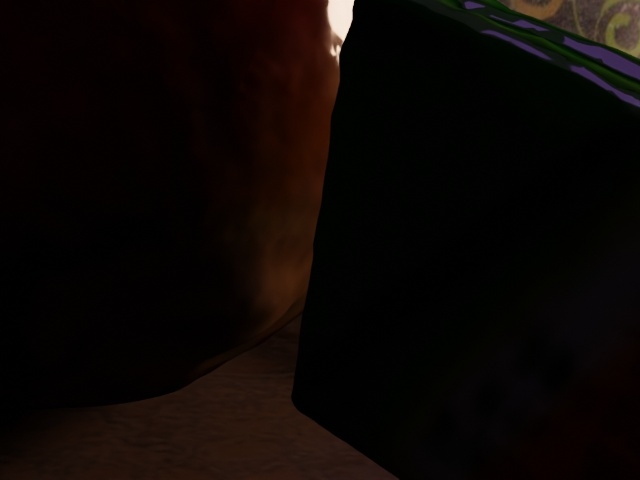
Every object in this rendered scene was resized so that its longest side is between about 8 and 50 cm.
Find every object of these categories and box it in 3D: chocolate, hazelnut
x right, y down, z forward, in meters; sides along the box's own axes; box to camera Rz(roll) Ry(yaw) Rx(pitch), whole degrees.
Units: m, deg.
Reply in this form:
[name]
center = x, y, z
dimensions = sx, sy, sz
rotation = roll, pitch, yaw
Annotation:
[chocolate]
center = 0.205, 0.064, 0.636
dimensions = 0.341, 0.161, 0.360
rotation = 32, 13, 36
[hazelnut]
center = -0.139, -0.096, 0.951
dimensions = 0.420, 0.353, 0.421
rotation = 6, 58, -9

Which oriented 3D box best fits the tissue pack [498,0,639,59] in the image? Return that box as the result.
[tissue pack]
center = 0.074, -0.177, 1.266
dimensions = 0.394, 0.288, 0.124
rotation = -9, 19, -31
